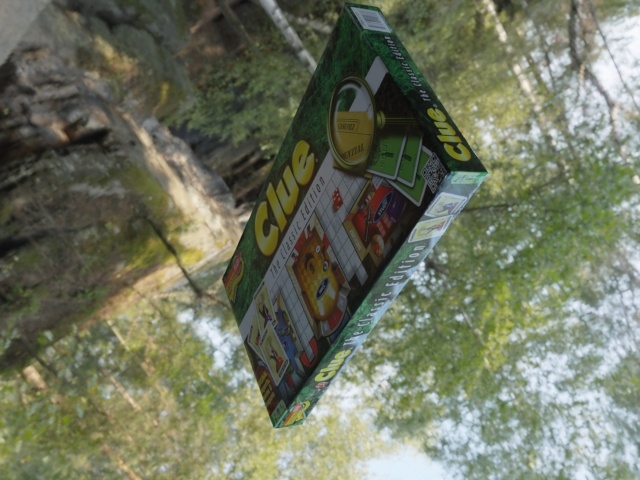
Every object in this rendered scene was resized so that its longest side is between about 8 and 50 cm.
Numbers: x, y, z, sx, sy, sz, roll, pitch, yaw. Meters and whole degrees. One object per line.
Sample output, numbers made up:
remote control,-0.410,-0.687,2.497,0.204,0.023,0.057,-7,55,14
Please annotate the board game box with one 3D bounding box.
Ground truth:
board game box,0.000,0.000,0.442,0.030,0.136,0.259,-1,140,-28
